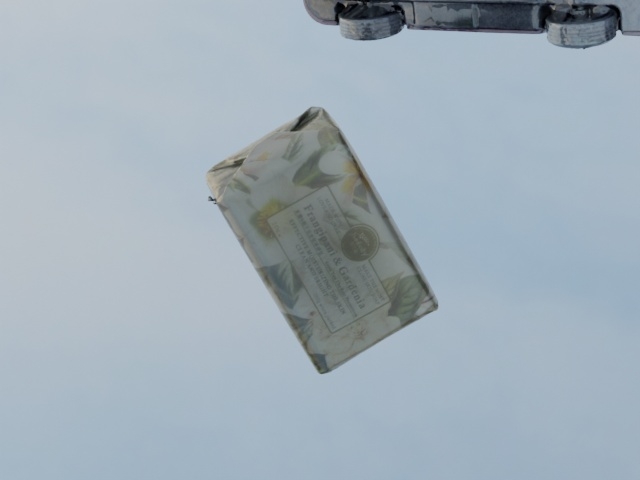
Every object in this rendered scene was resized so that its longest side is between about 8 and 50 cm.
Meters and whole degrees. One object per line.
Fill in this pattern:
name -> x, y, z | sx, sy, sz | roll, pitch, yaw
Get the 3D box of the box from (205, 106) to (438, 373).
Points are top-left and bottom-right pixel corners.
box -> 0.000, 0.000, 0.667 | 0.062, 0.098, 0.045 | -32, -158, 1

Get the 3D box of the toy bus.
toy bus -> 0.081, -0.137, 0.714 | 0.178, 0.087, 0.098 | 6, -154, 29
